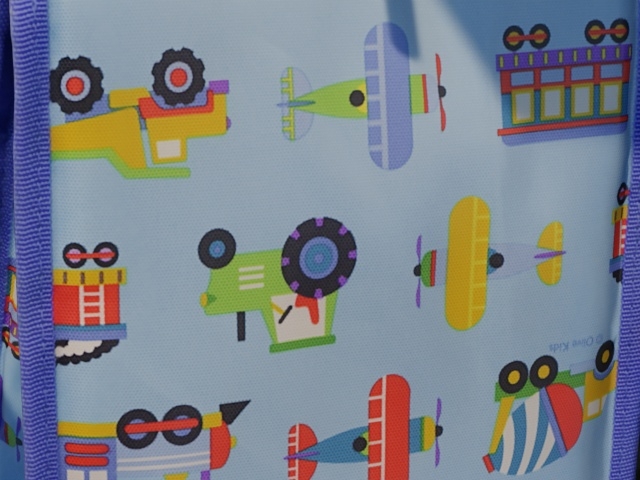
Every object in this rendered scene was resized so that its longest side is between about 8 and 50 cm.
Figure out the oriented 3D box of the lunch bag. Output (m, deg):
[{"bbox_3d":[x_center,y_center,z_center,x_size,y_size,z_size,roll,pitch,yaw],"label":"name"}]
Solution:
[{"bbox_3d":[0.000,0.000,0.574,0.221,0.138,0.293,-5,119,-21],"label":"lunch bag"}]
